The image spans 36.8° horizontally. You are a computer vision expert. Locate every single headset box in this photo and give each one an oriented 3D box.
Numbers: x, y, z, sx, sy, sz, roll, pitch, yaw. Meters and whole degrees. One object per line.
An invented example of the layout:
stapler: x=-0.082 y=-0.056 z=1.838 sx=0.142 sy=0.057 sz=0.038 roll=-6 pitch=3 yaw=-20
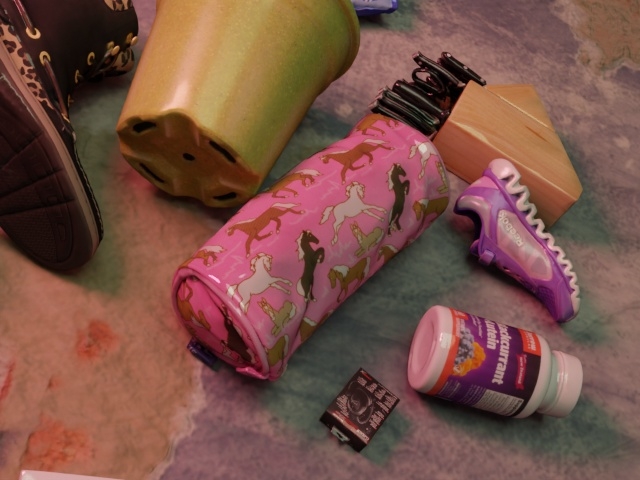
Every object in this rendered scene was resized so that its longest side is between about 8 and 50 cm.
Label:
headset box: x=0.044 y=0.201 z=1.125 sx=0.062 sy=0.032 sz=0.083 roll=38 pitch=55 yaw=6

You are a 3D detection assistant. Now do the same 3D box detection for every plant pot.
plant pot: x=-0.117 y=-0.190 z=1.175 sx=0.276 sy=0.276 sz=0.254 roll=23 pitch=61 yaw=-5

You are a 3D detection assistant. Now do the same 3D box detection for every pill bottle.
pill bottle: x=0.213 y=0.154 z=1.170 sx=0.193 sy=0.108 sz=0.108 roll=16 pitch=56 yaw=-10

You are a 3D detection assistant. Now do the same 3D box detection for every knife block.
knife block: x=0.209 y=-0.141 z=1.364 sx=0.242 sy=0.088 sz=0.276 roll=-7 pitch=63 yaw=-23

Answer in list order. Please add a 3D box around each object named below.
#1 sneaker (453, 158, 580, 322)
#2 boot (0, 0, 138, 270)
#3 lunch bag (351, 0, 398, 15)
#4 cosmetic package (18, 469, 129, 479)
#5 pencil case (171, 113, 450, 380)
sneaker: x=0.257 y=0.013 z=1.290 sx=0.104 sy=0.095 sz=0.236 roll=-29 pitch=83 yaw=-8
boot: x=-0.312 y=-0.181 z=1.143 sx=0.378 sy=0.138 sz=0.284 roll=62 pitch=30 yaw=-13
lunch bag: x=-0.008 y=-0.455 z=1.473 sx=0.220 sy=0.138 sz=0.293 roll=-1 pitch=73 yaw=-22
cosmetic package: x=-0.185 y=0.349 z=0.886 sx=0.224 sy=0.138 sz=0.225 roll=10 pitch=58 yaw=-14
pencil case: x=0.000 y=0.000 z=1.157 sx=0.160 sy=0.167 sz=0.386 roll=31 pitch=53 yaw=24
